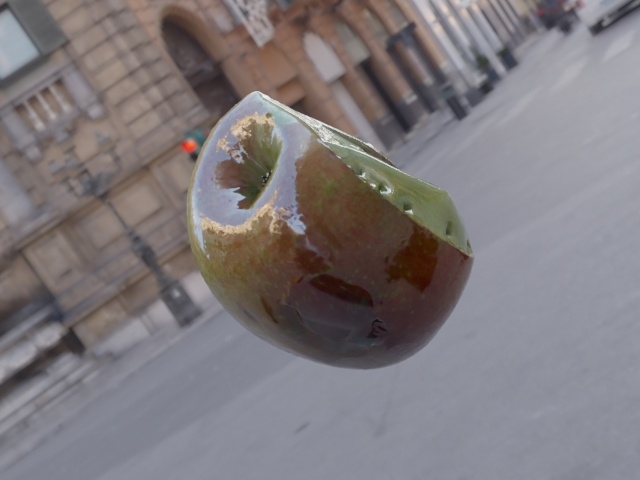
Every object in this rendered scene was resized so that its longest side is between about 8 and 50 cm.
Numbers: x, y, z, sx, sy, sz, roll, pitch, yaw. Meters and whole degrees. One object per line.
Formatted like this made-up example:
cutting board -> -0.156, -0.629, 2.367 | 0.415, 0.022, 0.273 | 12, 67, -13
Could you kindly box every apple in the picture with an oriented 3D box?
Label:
apple -> 0.000, 0.000, 0.856 | 0.207, 0.188, 0.173 | 13, 85, 54
